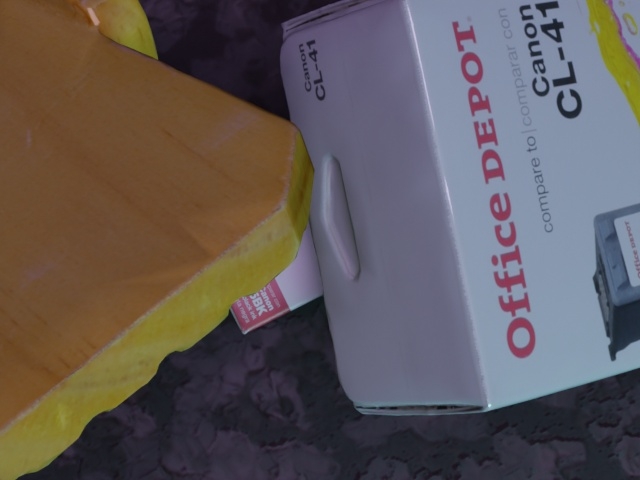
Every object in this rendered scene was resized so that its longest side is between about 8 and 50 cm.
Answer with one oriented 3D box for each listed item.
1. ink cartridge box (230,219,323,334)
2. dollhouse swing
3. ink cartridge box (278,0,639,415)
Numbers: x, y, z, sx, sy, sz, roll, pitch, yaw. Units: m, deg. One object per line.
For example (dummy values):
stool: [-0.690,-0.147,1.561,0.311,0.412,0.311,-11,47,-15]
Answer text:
ink cartridge box: [0.000,0.000,0.999,0.135,0.099,0.056,-26,94,-3]
dollhouse swing: [-0.173,0.071,0.799,0.347,0.315,0.305,-39,57,-23]
ink cartridge box: [0.152,-0.041,0.935,0.306,0.131,0.226,-13,92,-34]
